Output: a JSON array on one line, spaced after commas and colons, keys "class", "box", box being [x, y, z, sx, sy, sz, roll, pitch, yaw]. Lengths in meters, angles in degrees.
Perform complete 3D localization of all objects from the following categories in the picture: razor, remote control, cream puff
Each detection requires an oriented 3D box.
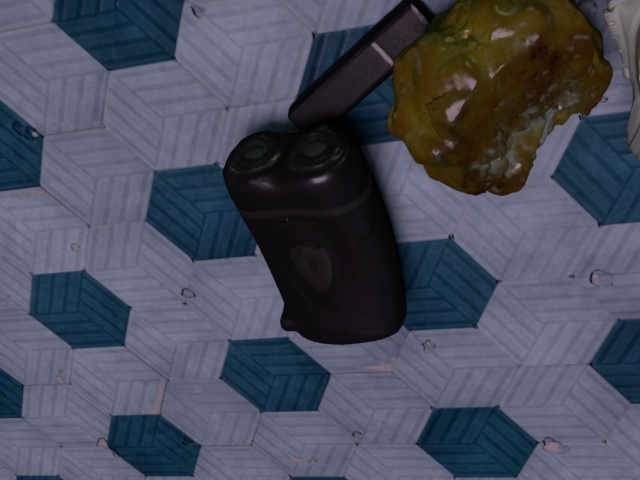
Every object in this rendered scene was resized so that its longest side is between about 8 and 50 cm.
[{"class": "razor", "box": [0.000, -0.002, 1.396, 0.204, 0.113, 0.349, -1, 133, 22]}, {"class": "remote control", "box": [0.051, -0.214, 1.275, 0.063, 0.025, 0.245, 43, 127, -11]}, {"class": "cream puff", "box": [0.193, -0.187, 1.162, 0.282, 0.185, 0.282, -22, 141, -19]}]

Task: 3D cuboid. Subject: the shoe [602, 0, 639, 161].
[{"class": "shoe", "box": [0.354, -0.236, 1.069, 0.159, 0.124, 0.316, 31, 133, 19]}]
